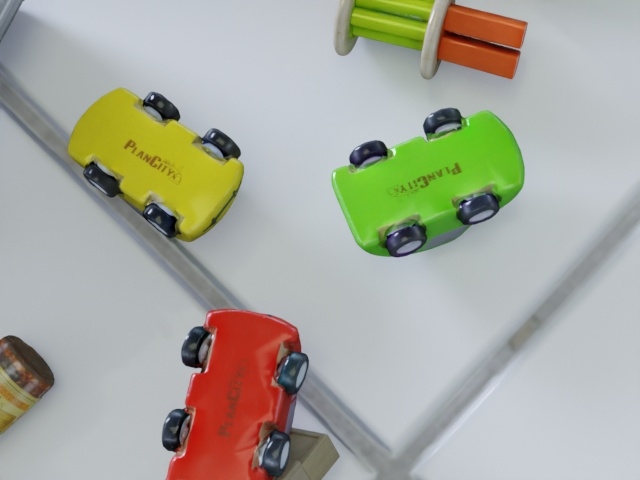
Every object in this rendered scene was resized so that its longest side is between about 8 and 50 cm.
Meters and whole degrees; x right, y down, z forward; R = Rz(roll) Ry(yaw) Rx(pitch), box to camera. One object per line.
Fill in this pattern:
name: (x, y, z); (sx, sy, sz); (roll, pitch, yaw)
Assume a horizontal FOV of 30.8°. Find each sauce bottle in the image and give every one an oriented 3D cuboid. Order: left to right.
sauce bottle: (-0.205, 0.108, 0.640); (0.128, 0.042, 0.042); (-44, 76, 1)

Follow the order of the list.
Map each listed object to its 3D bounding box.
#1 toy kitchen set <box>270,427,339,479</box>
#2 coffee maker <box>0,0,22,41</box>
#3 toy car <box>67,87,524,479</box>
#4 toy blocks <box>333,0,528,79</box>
toy kitchen set: (-0.030, 0.151, 0.613); (0.068, 0.075, 0.083); (2, 38, 46)
coffee maker: (-0.257, -0.093, 0.619); (0.120, 0.171, 0.178); (10, 80, 28)
toy car: (0.000, 0.000, 0.614); (0.225, 0.053, 0.239); (-21, 69, 0)
toy blocks: (0.093, -0.142, 0.628); (0.148, 0.054, 0.123); (14, 82, 11)
